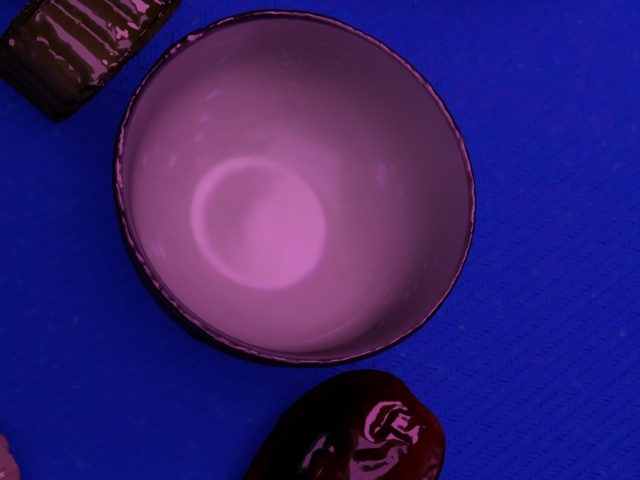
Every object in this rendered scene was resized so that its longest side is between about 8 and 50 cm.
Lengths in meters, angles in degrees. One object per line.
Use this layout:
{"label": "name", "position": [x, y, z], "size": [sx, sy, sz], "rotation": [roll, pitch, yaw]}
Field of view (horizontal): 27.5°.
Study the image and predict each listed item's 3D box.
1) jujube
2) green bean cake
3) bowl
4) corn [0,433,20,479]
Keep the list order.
{"label": "jujube", "position": [0.014, 0.238, 1.334], "size": [0.236, 0.168, 0.168], "rotation": [-36, 92, -10]}
{"label": "green bean cake", "position": [-0.227, -0.226, 1.308], "size": [0.113, 0.200, 0.214], "rotation": [41, 74, -14]}
{"label": "bowl", "position": [-0.043, -0.032, 1.298], "size": [0.353, 0.185, 0.354], "rotation": [5, 74, -16]}
{"label": "corn", "position": [-0.432, 0.279, 1.248], "size": [0.305, 0.123, 0.122], "rotation": [-26, 92, -13]}
